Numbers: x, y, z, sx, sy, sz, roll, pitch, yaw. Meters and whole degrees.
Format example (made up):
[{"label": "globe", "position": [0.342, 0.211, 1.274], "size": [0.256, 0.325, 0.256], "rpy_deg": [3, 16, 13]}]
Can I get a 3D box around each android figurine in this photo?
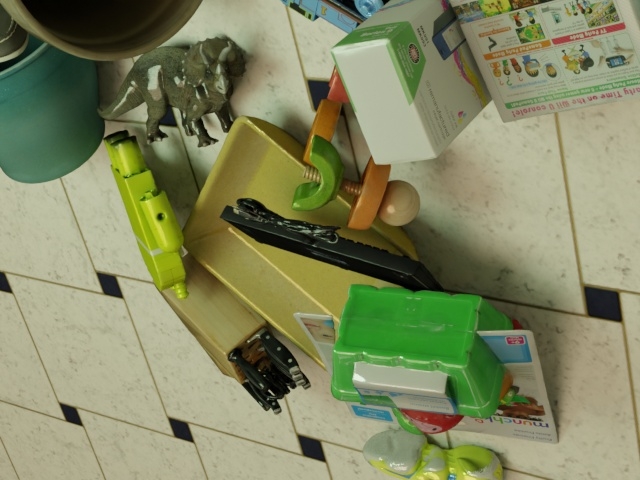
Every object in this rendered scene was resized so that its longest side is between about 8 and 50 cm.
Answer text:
[{"label": "android figurine", "position": [-0.267, -0.037, 2.064], "size": [0.248, 0.056, 0.273], "rpy_deg": [-151, 40, -71]}]

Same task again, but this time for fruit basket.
[{"label": "fruit basket", "position": [0.154, 0.205, 1.853], "size": [0.327, 0.165, 0.353], "rpy_deg": [5, 145, 19]}]

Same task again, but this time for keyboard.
[{"label": "keyboard", "position": [0.000, 0.000, 1.786], "size": [0.317, 0.033, 0.201], "rpy_deg": [16, 170, 29]}]

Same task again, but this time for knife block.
[{"label": "knife block", "position": [-0.135, 0.145, 2.099], "size": [0.276, 0.088, 0.242], "rpy_deg": [54, 165, -8]}]

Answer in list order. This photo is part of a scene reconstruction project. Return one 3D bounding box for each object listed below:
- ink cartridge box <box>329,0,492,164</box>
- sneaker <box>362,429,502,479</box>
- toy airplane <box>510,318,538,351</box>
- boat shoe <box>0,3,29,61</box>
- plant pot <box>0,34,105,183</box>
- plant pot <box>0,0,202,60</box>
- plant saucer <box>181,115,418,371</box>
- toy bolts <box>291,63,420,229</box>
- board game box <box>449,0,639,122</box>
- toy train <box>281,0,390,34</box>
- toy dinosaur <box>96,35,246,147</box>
[{"label": "ink cartridge box", "position": [0.125, -0.208, 1.556], "size": [0.093, 0.212, 0.154], "rpy_deg": [-5, 118, 39]}, {"label": "sneaker", "position": [0.179, 0.379, 2.091], "size": [0.240, 0.091, 0.126], "rpy_deg": [8, 128, 36]}, {"label": "toy airplane", "position": [0.245, 0.148, 1.889], "size": [0.151, 0.028, 0.151], "rpy_deg": [22, 139, 20]}, {"label": "boat shoe", "position": [-0.500, -0.381, 1.917], "size": [0.095, 0.112, 0.335], "rpy_deg": [77, 171, -45]}, {"label": "plant pot", "position": [-0.456, -0.235, 2.019], "size": [0.271, 0.272, 0.255], "rpy_deg": [16, 146, 31]}, {"label": "plant pot", "position": [-0.338, -0.420, 1.745], "size": [0.280, 0.323, 0.323], "rpy_deg": [24, 138, 49]}, {"label": "plant saucer", "position": [-0.024, -0.002, 1.959], "size": [0.333, 0.081, 0.333], "rpy_deg": [40, 141, 7]}, {"label": "toy bolts", "position": [0.074, -0.143, 1.729], "size": [0.158, 0.218, 0.228], "rpy_deg": [17, 115, -4]}, {"label": "board game box", "position": [0.255, -0.296, 1.461], "size": [0.224, 0.097, 0.303], "rpy_deg": [-6, 117, 45]}, {"label": "toy train", "position": [0.030, -0.313, 1.659], "size": [0.184, 0.080, 0.105], "rpy_deg": [33, 147, 12]}, {"label": "toy dinosaur", "position": [-0.203, -0.224, 1.928], "size": [0.313, 0.121, 0.160], "rpy_deg": [8, 116, 43]}]
